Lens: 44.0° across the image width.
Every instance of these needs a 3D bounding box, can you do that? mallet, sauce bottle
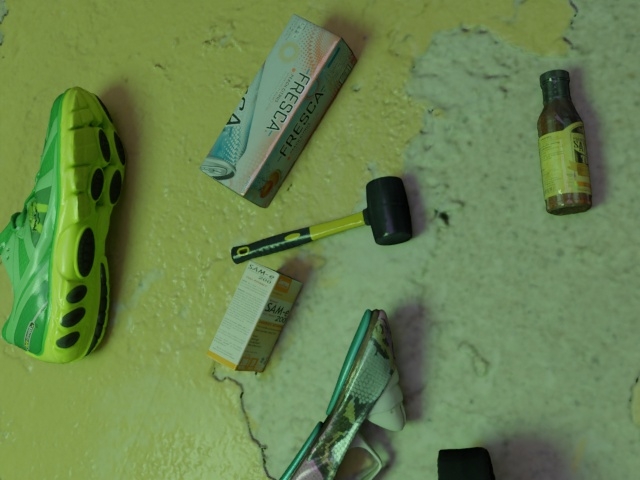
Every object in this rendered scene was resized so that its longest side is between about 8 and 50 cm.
[{"bbox_3d":[0.000,0.000,0.765,0.189,0.039,0.062,-23,69,18],"label":"mallet"},{"bbox_3d":[0.213,-0.087,0.699,0.042,0.042,0.128,-7,79,19],"label":"sauce bottle"}]

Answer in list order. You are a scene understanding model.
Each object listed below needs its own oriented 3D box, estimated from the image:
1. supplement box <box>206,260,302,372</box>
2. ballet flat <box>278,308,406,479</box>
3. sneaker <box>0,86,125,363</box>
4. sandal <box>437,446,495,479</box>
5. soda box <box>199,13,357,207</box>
[{"bbox_3d":[-0.061,0.074,0.755,0.036,0.062,0.098,24,89,23],"label":"supplement box"},{"bbox_3d":[0.027,0.170,0.706,0.079,0.077,0.221,28,94,4],"label":"ballet flat"},{"bbox_3d":[-0.283,-0.022,0.829,0.123,0.109,0.296,2,80,16],"label":"sneaker"},{"bbox_3d":[0.110,0.384,0.581,0.107,0.167,0.446,-10,66,12],"label":"sandal"},{"bbox_3d":[-0.041,-0.128,0.791,0.063,0.058,0.183,32,90,22],"label":"soda box"}]
